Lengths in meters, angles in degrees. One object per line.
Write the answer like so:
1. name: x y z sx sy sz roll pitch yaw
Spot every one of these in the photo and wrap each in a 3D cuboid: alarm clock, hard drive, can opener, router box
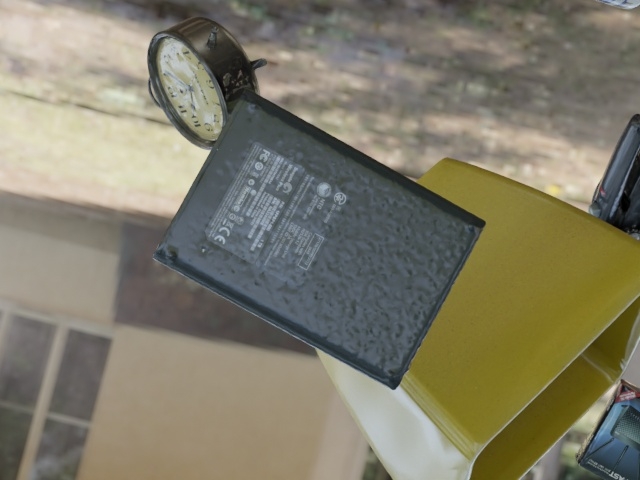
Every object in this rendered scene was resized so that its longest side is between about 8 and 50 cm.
1. alarm clock: -0.126 -0.160 1.669 0.064 0.129 0.192 -32 -164 -32
2. hard drive: 0.000 0.000 0.797 0.135 0.094 0.022 29 177 -3
3. can opener: 0.268 -0.049 1.459 0.059 0.073 0.186 -22 151 -18
4. router box: 0.324 0.205 1.600 0.122 0.092 0.038 28 -171 1

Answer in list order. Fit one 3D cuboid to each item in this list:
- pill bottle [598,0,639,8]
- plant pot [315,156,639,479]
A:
1. pill bottle: 0.239 -0.255 1.479 0.120 0.067 0.067 12 176 -25
2. plant pot: 0.109 0.067 1.235 0.187 0.212 0.212 42 159 18
